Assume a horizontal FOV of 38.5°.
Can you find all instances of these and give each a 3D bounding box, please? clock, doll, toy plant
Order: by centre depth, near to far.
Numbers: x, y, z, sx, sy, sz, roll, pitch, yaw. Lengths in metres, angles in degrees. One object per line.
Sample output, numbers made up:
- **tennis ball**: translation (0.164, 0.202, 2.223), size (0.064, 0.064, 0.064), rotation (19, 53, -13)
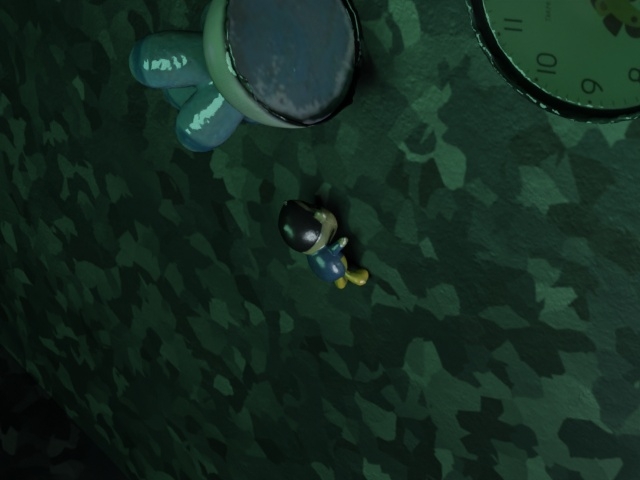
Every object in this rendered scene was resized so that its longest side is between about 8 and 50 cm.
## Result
- **clock**: translation (0.291, -0.273, 0.964), size (0.312, 0.061, 0.313), rotation (24, 130, 33)
- **toy plant**: translation (-0.126, -0.246, 1.286), size (0.332, 0.247, 0.247), rotation (-8, 108, 50)
- **doll**: translation (0.000, 0.000, 1.424), size (0.102, 0.089, 0.179), rotation (-12, 128, 49)
